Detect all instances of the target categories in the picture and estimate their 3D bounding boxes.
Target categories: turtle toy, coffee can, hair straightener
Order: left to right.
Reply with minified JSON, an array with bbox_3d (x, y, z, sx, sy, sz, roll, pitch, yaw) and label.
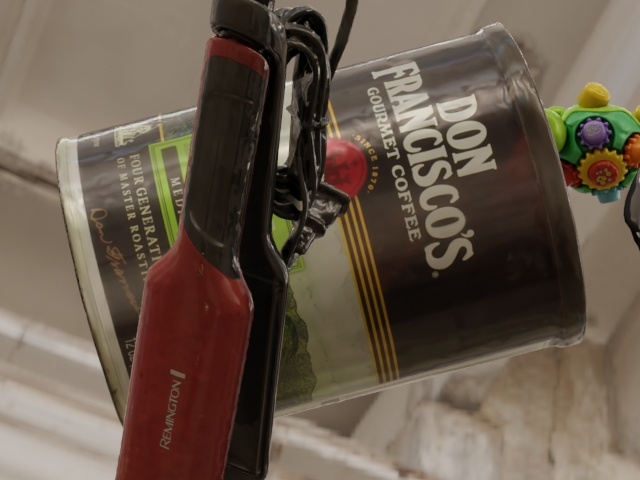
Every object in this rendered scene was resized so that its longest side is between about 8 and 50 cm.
[{"bbox_3d":[-0.026,-0.017,0.570,0.047,0.089,0.230,13,-68,22],"label":"hair straightener"},{"bbox_3d":[0.000,0.000,1.025,0.275,0.201,0.201,-15,-55,-1],"label":"coffee can"},{"bbox_3d":[0.220,-0.078,1.412,0.130,0.066,0.095,21,-55,-12],"label":"turtle toy"}]

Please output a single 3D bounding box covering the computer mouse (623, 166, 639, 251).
[{"bbox_3d":[0.170,0.016,0.441,0.189,0.272,0.072,-24,-73,-6],"label":"computer mouse"}]
